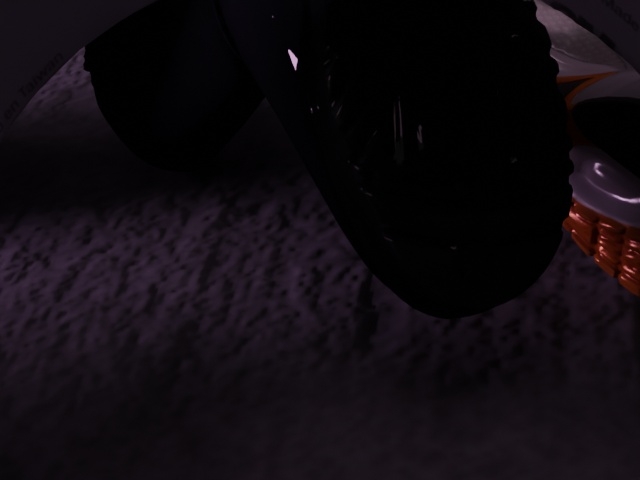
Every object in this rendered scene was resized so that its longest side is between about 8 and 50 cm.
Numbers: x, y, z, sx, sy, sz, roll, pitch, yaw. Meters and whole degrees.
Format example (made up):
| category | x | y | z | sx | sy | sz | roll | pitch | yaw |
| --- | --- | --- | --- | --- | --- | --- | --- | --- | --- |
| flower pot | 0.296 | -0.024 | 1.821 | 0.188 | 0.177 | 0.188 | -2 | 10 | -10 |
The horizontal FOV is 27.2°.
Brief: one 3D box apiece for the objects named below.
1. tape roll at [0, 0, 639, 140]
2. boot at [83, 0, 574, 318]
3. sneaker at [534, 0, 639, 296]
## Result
| category | x | y | z | sx | sy | sz | roll | pitch | yaw |
| --- | --- | --- | --- | --- | --- | --- | --- | --- | --- |
| tape roll | 0.000 | 0.000 | 0.337 | 0.321 | 0.077 | 0.321 | -2 | 68 | 5 |
| boot | -0.014 | -0.067 | 0.528 | 0.094 | 0.246 | 0.207 | -11 | -13 | -30 |
| sneaker | 0.113 | -0.066 | 0.539 | 0.121 | 0.099 | 0.262 | -22 | 43 | -28 |
